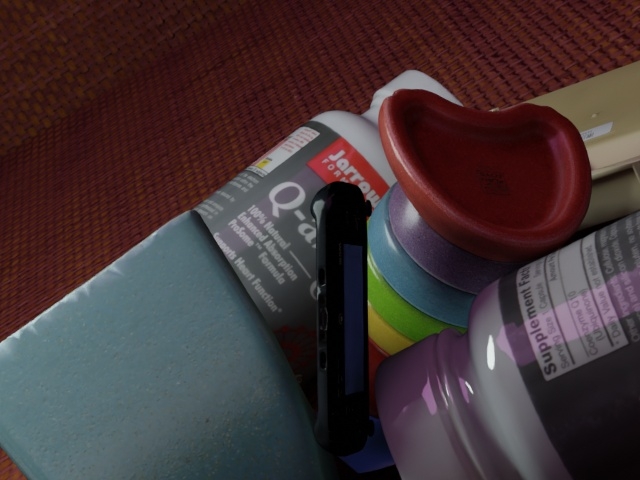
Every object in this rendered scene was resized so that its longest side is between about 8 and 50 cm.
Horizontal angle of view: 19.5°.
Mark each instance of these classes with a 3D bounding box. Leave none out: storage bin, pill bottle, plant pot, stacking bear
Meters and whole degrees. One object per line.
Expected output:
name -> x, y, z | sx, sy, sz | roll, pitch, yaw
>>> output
storage bin -> 0.270, -0.064, 1.684 | 0.262, 0.123, 0.260 | -18, 18, 23
pill bottle -> 0.000, 0.000, 1.878 | 0.363, 0.210, 0.210 | -39, 22, -12
pill bottle -> 0.236, 0.089, 1.360 | 0.361, 0.204, 0.204 | -27, 22, 17
plant pot -> -0.112, 0.177, 1.571 | 0.248, 0.247, 0.252 | -36, 65, -7
stacking bear -> 0.094, 0.037, 1.545 | 0.289, 0.175, 0.164 | 116, 152, -43

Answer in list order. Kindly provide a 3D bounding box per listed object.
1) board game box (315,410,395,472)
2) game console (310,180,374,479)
board game box -> 0.070, 0.164, 1.675 | 0.133, 0.033, 0.168 | -33, 26, -13
game console -> 0.016, 0.137, 1.357 | 0.044, 0.361, 0.213 | -1, -2, 5
